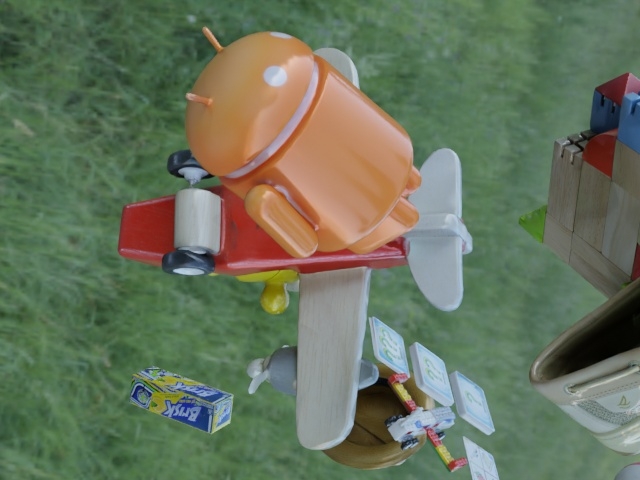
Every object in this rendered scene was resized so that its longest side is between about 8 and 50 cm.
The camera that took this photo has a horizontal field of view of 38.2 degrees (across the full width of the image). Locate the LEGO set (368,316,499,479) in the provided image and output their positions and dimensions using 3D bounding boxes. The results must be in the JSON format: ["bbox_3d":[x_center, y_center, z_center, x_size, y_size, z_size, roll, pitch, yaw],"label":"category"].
[{"bbox_3d":[0.139,0.185,0.980,0.060,0.182,0.244,-45,-158,22],"label":"LEGO set"}]

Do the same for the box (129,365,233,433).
[{"bbox_3d":[-0.230,0.262,1.526,0.059,0.169,0.054,-17,118,-61],"label":"box"}]

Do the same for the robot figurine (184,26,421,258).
[{"bbox_3d":[-0.015,-0.074,0.727,0.158,0.219,0.128,-57,-151,-7],"label":"robot figurine"}]

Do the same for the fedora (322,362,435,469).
[{"bbox_3d":[0.079,0.266,1.334,0.194,0.194,0.079,-72,152,-46],"label":"fedora"}]

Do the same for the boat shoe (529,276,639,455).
[{"bbox_3d":[0.267,0.035,0.624,0.302,0.098,0.109,-49,-167,36],"label":"boat shoe"}]

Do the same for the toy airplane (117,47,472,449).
[{"bbox_3d":[0.000,0.000,1.150,0.386,0.384,0.272,-43,173,-12],"label":"toy airplane"}]

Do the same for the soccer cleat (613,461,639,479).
[{"bbox_3d":[0.341,0.360,0.825,0.143,0.116,0.331,-39,106,-39],"label":"soccer cleat"}]

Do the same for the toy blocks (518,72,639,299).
[{"bbox_3d":[0.357,-0.039,0.916,0.381,0.191,0.260,-129,-152,-48],"label":"toy blocks"}]
